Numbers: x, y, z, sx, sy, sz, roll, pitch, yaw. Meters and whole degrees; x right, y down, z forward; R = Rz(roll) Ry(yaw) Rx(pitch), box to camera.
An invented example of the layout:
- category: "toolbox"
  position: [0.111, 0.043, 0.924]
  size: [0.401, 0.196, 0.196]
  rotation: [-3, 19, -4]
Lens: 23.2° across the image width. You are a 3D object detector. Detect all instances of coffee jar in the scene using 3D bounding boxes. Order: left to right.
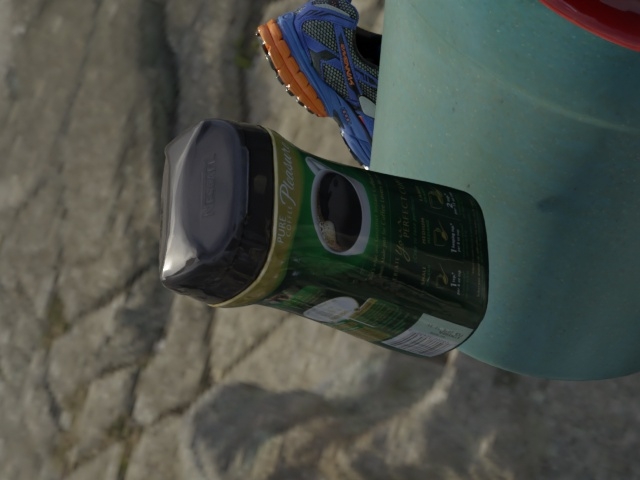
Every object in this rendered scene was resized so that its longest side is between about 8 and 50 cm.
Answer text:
- category: "coffee jar"
  position: [0.000, 0.000, 0.836]
  size: [0.079, 0.184, 0.096]
  rotation: [-29, 53, 47]

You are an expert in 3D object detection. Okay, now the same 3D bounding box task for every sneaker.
- category: "sneaker"
  position: [0.048, -0.111, 1.230]
  size: [0.087, 0.221, 0.083]
  rotation: [-37, 38, 16]

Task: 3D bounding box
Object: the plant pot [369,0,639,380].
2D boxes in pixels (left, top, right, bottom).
- category: "plant pot"
  position: [0.176, -0.110, 0.974]
  size: [0.334, 0.341, 0.341]
  rotation: [100, 157, -47]

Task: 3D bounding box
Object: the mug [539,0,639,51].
- category: "mug"
  position: [0.071, -0.122, 0.433]
  size: [0.169, 0.113, 0.150]
  rotation: [16, 114, 17]
